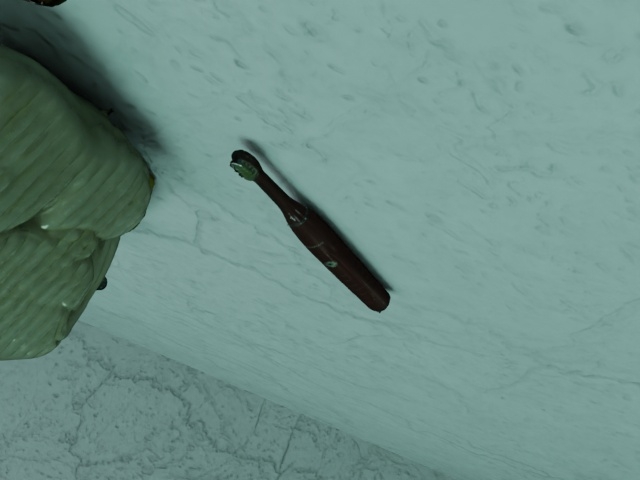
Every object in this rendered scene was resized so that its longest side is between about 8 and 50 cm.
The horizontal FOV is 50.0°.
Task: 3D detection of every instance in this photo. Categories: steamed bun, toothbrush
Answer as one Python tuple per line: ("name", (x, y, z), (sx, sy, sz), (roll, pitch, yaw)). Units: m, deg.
("steamed bun", (-0.381, -0.052, 0.739), (0.255, 0.342, 0.367), (40, 177, 30))
("toothbrush", (0.000, -0.001, 0.829), (0.041, 0.040, 0.364), (8, 155, 35))

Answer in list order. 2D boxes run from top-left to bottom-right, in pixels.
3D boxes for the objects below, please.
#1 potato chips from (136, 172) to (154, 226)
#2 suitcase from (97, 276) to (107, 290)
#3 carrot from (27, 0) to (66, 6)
("potato chips", (-0.314, -0.045, 1.018), (0.080, 0.057, 0.407), (29, 159, -26))
("suitcase", (-0.495, -0.015, 1.084), (0.202, 0.128, 0.312), (-6, 127, 53))
("carrot", (-0.310, -0.233, 0.530), (0.261, 0.070, 0.070), (15, 159, 12))
